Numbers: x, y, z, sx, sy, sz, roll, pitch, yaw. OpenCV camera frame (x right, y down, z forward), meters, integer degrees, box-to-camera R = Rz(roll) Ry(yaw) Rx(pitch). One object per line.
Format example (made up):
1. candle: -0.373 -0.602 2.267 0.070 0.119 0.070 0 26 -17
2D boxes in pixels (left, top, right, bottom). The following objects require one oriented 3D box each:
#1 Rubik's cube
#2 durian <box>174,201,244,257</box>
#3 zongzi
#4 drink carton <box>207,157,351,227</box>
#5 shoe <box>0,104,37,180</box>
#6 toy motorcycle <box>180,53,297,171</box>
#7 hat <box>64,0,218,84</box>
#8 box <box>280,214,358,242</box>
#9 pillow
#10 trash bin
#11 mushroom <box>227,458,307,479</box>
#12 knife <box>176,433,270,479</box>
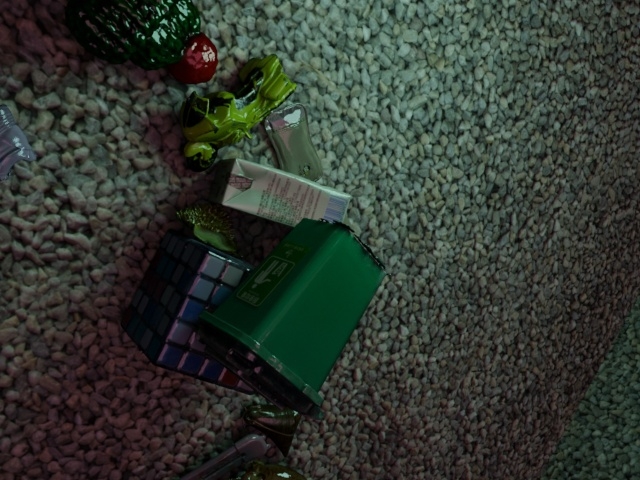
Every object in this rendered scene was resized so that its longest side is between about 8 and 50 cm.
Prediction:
1. Rubik's cube: -0.273 0.171 1.526 0.293 0.292 0.286 27 87 -32
2. durian: -0.270 -0.040 1.545 0.095 0.137 0.220 -48 148 -6
3. zongzi: -0.159 0.563 1.819 0.187 0.084 0.184 9 107 -25
4. drink carton: -0.104 -0.107 1.586 0.325 0.194 0.132 16 90 -22
5. shoe: -0.723 -0.166 1.296 0.245 0.095 0.137 -45 117 -22
6. toy motorcycle: -0.221 -0.328 1.530 0.342 0.142 0.206 -44 161 -14
7. hat: -0.356 -0.466 1.359 0.332 0.242 0.274 39 78 -35
8. box: 0.000 0.000 1.785 0.201 0.058 0.141 -40 118 -18
9. pillow: -0.071 -0.254 1.695 0.131 0.038 0.232 -26 116 -20
10. trash bin: -0.039 0.162 1.351 0.381 0.259 0.295 -52 121 -15
11. mushroom: -0.138 0.787 1.743 0.334 0.356 0.331 46 40 9
12. knife: -0.325 0.659 1.727 0.399 0.038 0.132 -30 122 -11
